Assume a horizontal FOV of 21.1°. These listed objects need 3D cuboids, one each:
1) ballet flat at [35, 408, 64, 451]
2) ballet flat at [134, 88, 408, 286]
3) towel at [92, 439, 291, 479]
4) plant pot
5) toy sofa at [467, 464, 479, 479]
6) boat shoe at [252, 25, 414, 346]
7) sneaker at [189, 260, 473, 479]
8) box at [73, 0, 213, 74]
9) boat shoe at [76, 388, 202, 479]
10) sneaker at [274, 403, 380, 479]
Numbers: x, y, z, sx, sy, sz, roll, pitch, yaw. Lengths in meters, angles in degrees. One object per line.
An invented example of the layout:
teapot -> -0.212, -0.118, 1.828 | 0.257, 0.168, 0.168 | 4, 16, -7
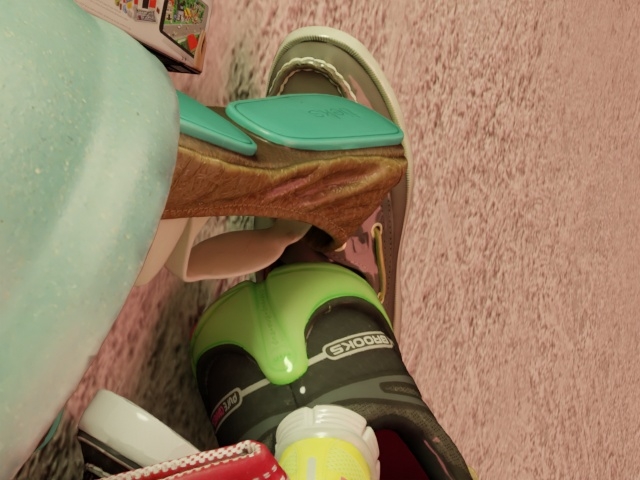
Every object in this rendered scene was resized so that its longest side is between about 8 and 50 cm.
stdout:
ballet flat -> -0.172, -0.037, 0.797 | 0.096, 0.095, 0.280 | 13, 73, -57
ballet flat -> -0.075, -0.034, 1.011 | 0.342, 0.116, 0.124 | 2, 116, -56
towel -> -0.066, 0.232, 0.955 | 0.031, 0.199, 0.275 | -86, 155, -53
plant pot -> -0.216, -0.015, 0.543 | 0.196, 0.293, 0.293 | 44, 51, -29
toy sofa -> 0.107, 0.382, 1.536 | 0.150, 0.177, 0.362 | 107, -8, -83
boat shoe -> 0.004, 0.001, 1.215 | 0.091, 0.109, 0.305 | -59, 150, -53
sneaker -> 0.048, 0.234, 1.196 | 0.483, 0.185, 0.202 | 56, 10, -36
box -> -0.119, -0.173, 0.979 | 0.207, 0.036, 0.114 | 21, 76, -66
boat shoe -> -0.098, 0.198, 1.037 | 0.105, 0.113, 0.306 | -51, 157, -21
sneaker -> 0.009, 0.204, 1.004 | 0.094, 0.081, 0.208 | -83, 159, -60
